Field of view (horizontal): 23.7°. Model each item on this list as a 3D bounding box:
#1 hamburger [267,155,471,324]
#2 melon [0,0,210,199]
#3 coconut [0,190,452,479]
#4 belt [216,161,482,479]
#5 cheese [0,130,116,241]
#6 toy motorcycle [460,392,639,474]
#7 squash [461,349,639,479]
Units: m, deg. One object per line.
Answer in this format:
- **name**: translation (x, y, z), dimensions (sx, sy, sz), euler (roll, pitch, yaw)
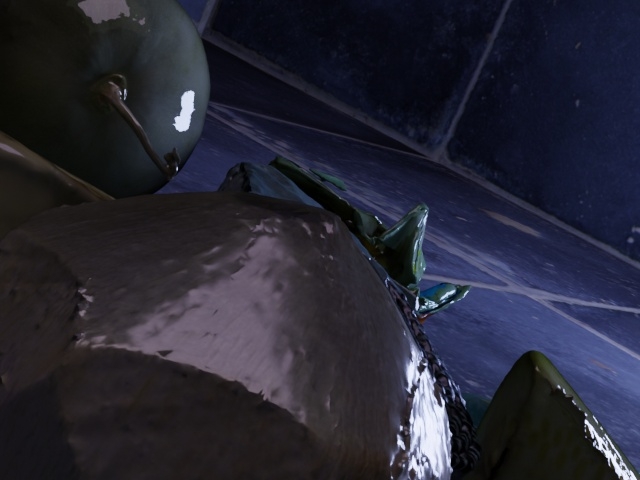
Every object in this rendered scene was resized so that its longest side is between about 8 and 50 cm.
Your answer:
- **hamburger**: translation (0.000, -0.003, 1.546), dimensions (0.276, 0.150, 0.260), euler (13, 13, -40)
- **melon**: translation (-0.238, -0.153, 1.513), dimensions (0.272, 0.271, 0.308), euler (20, -20, -14)
- **coconut**: translation (-0.062, 0.095, 0.675), dimensions (0.245, 0.247, 0.245), euler (24, 11, -5)
- **belt**: translation (-0.016, 0.077, 0.976), dimensions (0.207, 0.150, 0.257), euler (34, 20, -49)
- **cheese**: translation (-0.220, -0.015, 1.091), dimensions (0.384, 0.104, 0.384), euler (31, -2, 1)
- **toy motorcycle**: translation (0.149, 0.168, 1.140), dimensions (0.297, 0.109, 0.198), euler (23, 8, -6)
- **squash**: translation (0.219, 0.185, 1.001), dimensions (0.252, 0.169, 0.093), euler (21, 17, -4)
